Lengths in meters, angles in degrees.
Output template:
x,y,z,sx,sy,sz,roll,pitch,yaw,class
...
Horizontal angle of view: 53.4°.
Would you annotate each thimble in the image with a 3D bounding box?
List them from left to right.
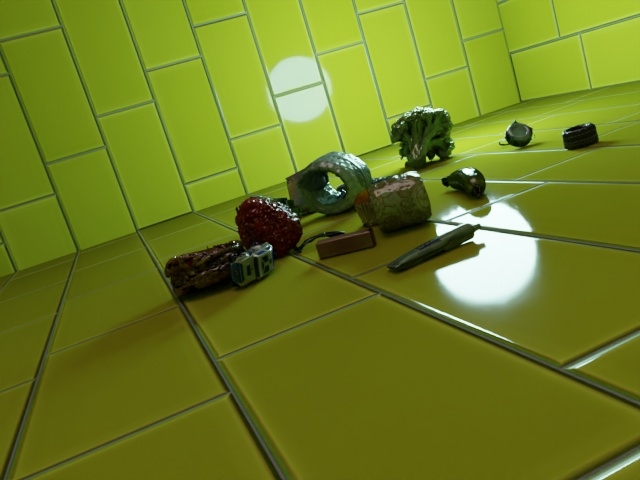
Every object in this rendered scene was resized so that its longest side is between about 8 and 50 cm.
x,y,z,sx,sy,sz,roll,pitch,yaw,class
0.042,-0.196,2.202,0.250,0.204,0.172,9,30,29,thimble
0.207,-0.100,1.684,0.144,0.137,0.190,-19,-1,4,thimble
0.837,-0.338,2.062,0.105,0.066,0.095,-16,14,7,thimble

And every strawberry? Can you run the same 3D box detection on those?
x,y,z,sx,sy,sz,roll,pitch,yaw,class
-0.157,-0.044,1.814,0.184,0.201,0.186,-34,29,8,strawberry

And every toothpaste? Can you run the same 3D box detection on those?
x,y,z,sx,sy,sz,roll,pitch,yaw,class
0.244,0.012,1.345,0.234,0.037,0.060,-24,9,-17,toothpaste

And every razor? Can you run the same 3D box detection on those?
x,y,z,sx,sy,sz,roll,pitch,yaw,class
-0.002,-0.004,1.793,0.155,0.028,0.044,-21,12,-17,razor

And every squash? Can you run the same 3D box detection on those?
x,y,z,sx,sy,sz,roll,pitch,yaw,class
0.431,-0.177,1.871,0.080,0.071,0.318,-18,11,-1,squash

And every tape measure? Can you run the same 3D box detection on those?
x,y,z,sx,sy,sz,roll,pitch,yaw,class
0.749,-0.378,2.464,0.107,0.104,0.179,-48,-11,-24,tape measure

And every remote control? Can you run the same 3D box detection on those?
x,y,z,sx,sy,sz,roll,pitch,yaw,class
0.211,-0.219,2.471,0.107,0.044,0.378,-29,15,-32,remote control

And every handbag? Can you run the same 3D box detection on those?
x,y,z,sx,sy,sz,roll,pitch,yaw,class
-0.065,-0.176,2.402,0.117,0.173,0.095,-24,-18,36,handbag

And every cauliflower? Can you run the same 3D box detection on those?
x,y,z,sx,sy,sz,roll,pitch,yaw,class
0.445,-0.420,2.732,0.261,0.280,0.327,2,-22,-19,cauliflower

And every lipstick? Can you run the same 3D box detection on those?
x,y,z,sx,sy,sz,roll,pitch,yaw,class
0.064,0.007,1.601,0.146,0.045,0.045,-13,14,16,lipstick

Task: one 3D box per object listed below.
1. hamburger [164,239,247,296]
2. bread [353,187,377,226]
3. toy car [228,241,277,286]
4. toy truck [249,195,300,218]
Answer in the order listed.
x,y,z,sx,sy,sz,roll,pitch,yaw,class
-0.297,0.066,1.675,0.231,0.106,0.231,-20,0,0,hamburger
0.195,-0.114,1.844,0.191,0.114,0.132,-21,13,7,bread
-0.165,0.056,1.606,0.071,0.080,0.171,3,17,26,toy car
-0.143,-0.096,2.219,0.135,0.128,0.260,-7,6,-27,toy truck
